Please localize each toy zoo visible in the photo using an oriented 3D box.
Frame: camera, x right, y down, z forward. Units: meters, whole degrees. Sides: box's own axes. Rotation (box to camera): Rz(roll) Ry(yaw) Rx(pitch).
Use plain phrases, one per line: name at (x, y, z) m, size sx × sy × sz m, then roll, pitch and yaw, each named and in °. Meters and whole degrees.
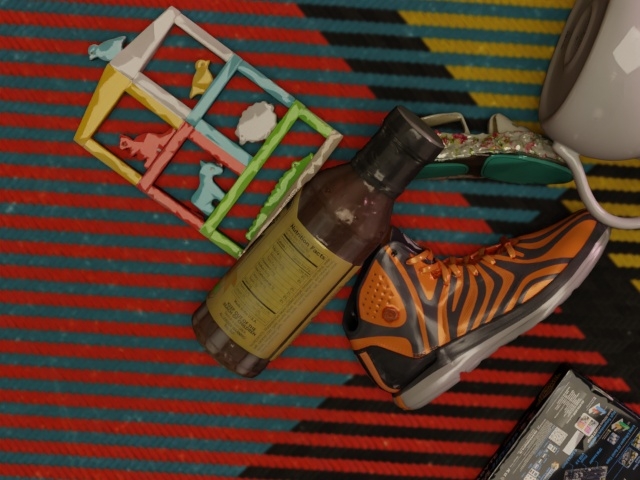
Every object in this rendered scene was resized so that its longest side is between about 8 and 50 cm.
toy zoo at (-0.146, -0.132, 1.520) m, size 0.293 × 0.030 × 0.192 m, roll 36°, pitch 93°, yaw -3°

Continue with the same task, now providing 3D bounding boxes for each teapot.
teapot at (0.359, -0.182, 1.420) m, size 0.187 × 0.256 × 0.252 m, roll 22°, pitch 50°, yaw -4°

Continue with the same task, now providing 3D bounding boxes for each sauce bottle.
sauce bottle at (0.000, 0.000, 1.461) m, size 0.111 × 0.111 × 0.344 m, roll 42°, pitch 105°, yaw -3°

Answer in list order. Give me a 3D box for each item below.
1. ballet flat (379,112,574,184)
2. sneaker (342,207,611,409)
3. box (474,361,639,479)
ballet flat at (0.175, -0.109, 1.503) m, size 0.241 × 0.091 × 0.077 m, roll 2°, pitch 72°, yaw -4°
sneaker at (0.161, 0.033, 1.490) m, size 0.321 × 0.124 × 0.180 m, roll -39°, pitch 95°, yaw 2°
box at (0.293, 0.281, 1.547) m, size 0.175 × 0.051 × 0.220 m, roll 35°, pitch 93°, yaw -3°
